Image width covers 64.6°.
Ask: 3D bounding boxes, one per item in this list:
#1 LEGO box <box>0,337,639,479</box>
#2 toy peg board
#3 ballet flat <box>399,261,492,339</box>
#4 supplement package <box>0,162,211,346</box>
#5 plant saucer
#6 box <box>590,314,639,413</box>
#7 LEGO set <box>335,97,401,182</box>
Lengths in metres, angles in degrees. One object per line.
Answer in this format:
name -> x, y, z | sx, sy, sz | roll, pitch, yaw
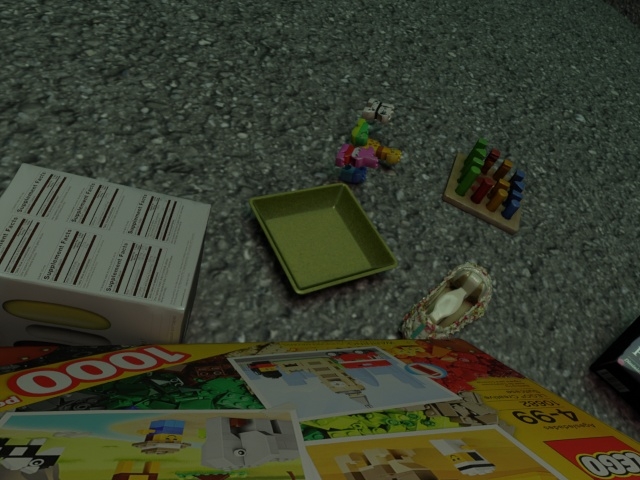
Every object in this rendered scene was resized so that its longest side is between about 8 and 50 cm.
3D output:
LEGO box -> -0.023, 0.224, 0.378 | 0.499, 0.193, 0.372 | 2, 7, -18
toy peg board -> 0.349, -0.120, 1.023 | 0.160, 0.079, 0.161 | 27, 48, 2
ballet flat -> 0.217, 0.093, 0.795 | 0.091, 0.077, 0.241 | 41, 49, 16
supplement package -> -0.247, 0.051, 0.572 | 0.203, 0.194, 0.149 | 12, 48, -10
plant saucer -> 0.000, 0.000, 0.811 | 0.188, 0.045, 0.188 | -13, 58, -29
box -> 0.591, 0.223, 0.764 | 0.184, 0.103, 0.261 | -41, 71, -11
LEGO set -> 0.106, -0.175, 0.967 | 0.093, 0.087, 0.227 | 15, 46, 12
